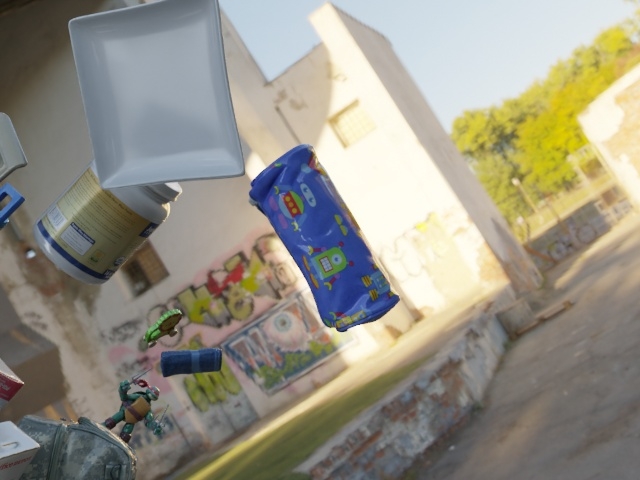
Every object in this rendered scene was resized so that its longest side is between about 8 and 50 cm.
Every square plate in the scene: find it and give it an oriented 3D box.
[{"bbox_3d":[-0.315,-0.283,1.473,0.344,0.347,0.049,-3,11,24],"label":"square plate"}]

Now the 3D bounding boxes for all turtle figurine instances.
[{"bbox_3d":[-0.502,0.468,2.049,0.234,0.175,0.118,-47,5,-17],"label":"turtle figurine"}]

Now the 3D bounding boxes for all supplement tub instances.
[{"bbox_3d":[-0.515,-0.071,1.845,0.316,0.228,0.228,-46,-7,5],"label":"supplement tub"}]

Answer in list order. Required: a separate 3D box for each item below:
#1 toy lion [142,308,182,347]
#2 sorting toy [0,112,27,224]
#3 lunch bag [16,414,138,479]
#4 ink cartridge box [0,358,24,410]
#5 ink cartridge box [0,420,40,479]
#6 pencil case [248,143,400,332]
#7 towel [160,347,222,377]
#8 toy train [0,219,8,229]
[{"bbox_3d":[-0.393,0.215,1.890,0.100,0.034,0.096,-27,-27,-34],"label":"toy lion"},{"bbox_3d":[-0.613,-0.130,1.300,0.196,0.347,0.047,-37,-41,-1],"label":"sorting toy"},{"bbox_3d":[-0.537,0.500,1.665,0.256,0.212,0.305,11,-18,-10],"label":"lunch bag"},{"bbox_3d":[-0.768,0.335,1.598,0.218,0.159,0.092,-52,-31,-11],"label":"ink cartridge box"},{"bbox_3d":[-0.639,0.450,1.387,0.212,0.093,0.154,-55,-12,2],"label":"ink cartridge box"},{"bbox_3d":[0.000,0.000,1.188,0.133,0.306,0.119,-31,-3,2],"label":"pencil case"},{"bbox_3d":[-0.255,0.240,1.486,0.119,0.029,0.067,-1,-41,-12],"label":"towel"},{"bbox_3d":[-0.845,-0.054,1.723,0.143,0.248,0.105,-54,2,7],"label":"toy train"}]
